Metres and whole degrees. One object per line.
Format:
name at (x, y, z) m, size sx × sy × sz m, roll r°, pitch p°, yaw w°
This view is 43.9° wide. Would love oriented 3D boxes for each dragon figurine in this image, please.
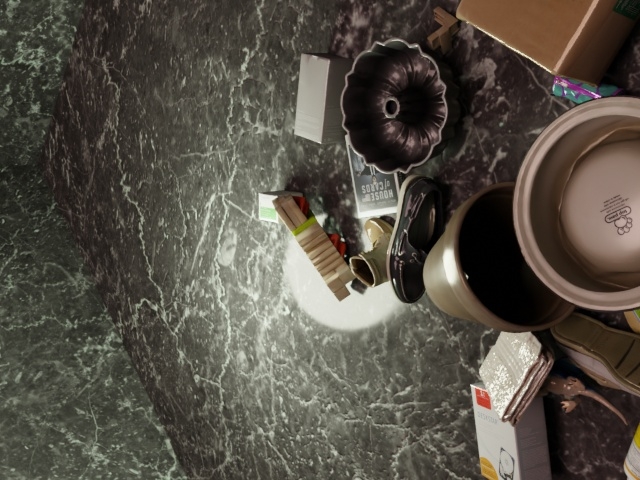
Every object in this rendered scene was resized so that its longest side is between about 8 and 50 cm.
dragon figurine at (0.548, 0.312, 1.768) m, size 0.289 × 0.144 × 0.085 m, roll 12°, pitch 108°, yaw 28°

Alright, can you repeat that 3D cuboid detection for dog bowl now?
dog bowl at (0.584, -0.067, 1.535) m, size 0.408 × 0.150 × 0.407 m, roll -3°, pitch 86°, yaw 45°

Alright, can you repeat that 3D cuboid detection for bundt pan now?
bundt pan at (0.211, -0.333, 1.966) m, size 0.331 × 0.124 × 0.330 m, roll 11°, pitch 107°, yaw 41°

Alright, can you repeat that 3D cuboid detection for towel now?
towel at (0.428, 0.276, 1.769) m, size 0.187 × 0.049 × 0.282 m, roll -62°, pitch 7°, yaw 12°

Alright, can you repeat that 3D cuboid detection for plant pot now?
plant pot at (0.378, 0.059, 1.777) m, size 0.280 × 0.323 × 0.323 m, roll -34°, pitch 72°, yaw 67°

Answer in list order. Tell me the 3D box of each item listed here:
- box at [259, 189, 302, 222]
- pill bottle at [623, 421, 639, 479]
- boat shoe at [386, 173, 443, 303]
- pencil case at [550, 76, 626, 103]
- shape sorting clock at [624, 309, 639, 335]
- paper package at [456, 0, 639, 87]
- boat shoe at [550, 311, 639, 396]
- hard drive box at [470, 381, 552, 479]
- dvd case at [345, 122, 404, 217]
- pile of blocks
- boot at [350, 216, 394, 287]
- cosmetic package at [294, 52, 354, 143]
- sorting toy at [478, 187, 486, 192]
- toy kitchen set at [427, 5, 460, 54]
box at (-0.122, -0.106, 2.452) m, size 0.101 × 0.102 × 0.087 m, roll 12°, pitch 106°, yaw 49°
pill bottle at (0.689, 0.429, 1.605) m, size 0.117 × 0.117 × 0.214 m, roll 33°, pitch 123°, yaw 41°
boat shoe at (0.256, 0.008, 2.012) m, size 0.113 × 0.127 × 0.339 m, roll 25°, pitch 109°, yaw 58°
pencil case at (0.549, -0.303, 1.629) m, size 0.152 × 0.070 × 0.064 m, roll 34°, pitch 118°, yaw 39°
shape sorting clock at (0.700, 0.133, 1.578) m, size 0.206 × 0.040 × 0.206 m, roll 21°, pitch 119°, yaw 44°
paper package at (0.477, -0.512, 1.552) m, size 0.309 × 0.168 × 0.324 m, roll 45°, pitch 121°, yaw 35°
boat shoe at (0.620, 0.252, 1.653) m, size 0.302 × 0.113 × 0.103 m, roll 38°, pitch 165°, yaw 49°
hard drive box at (0.450, 0.460, 1.879) m, size 0.181 × 0.089 × 0.232 m, roll -178°, pitch 80°, yaw -71°
dvd case at (0.152, -0.187, 2.164) m, size 0.179 × 0.030 × 0.238 m, roll -8°, pitch 92°, yaw 51°
pile of blocks at (0.000, 0.000, 2.341) m, size 0.113 × 0.149 × 0.362 m, roll -34°, pitch 88°, yaw 3°
boot at (0.141, 0.030, 2.121) m, size 0.213 × 0.165 × 0.077 m, roll 57°, pitch 137°, yaw 26°
cosmetic package at (0.008, -0.401, 2.227) m, size 0.127 × 0.107 × 0.237 m, roll 29°, pitch 117°, yaw 43°
sorting toy at (0.383, -0.079, 1.892) m, size 0.102 × 0.061 × 0.042 m, roll -62°, pitch 33°, yaw 4°
toy kitchen set at (0.281, -0.497, 1.907) m, size 0.075 × 0.083 × 0.068 m, roll 47°, pitch 173°, yaw 32°
